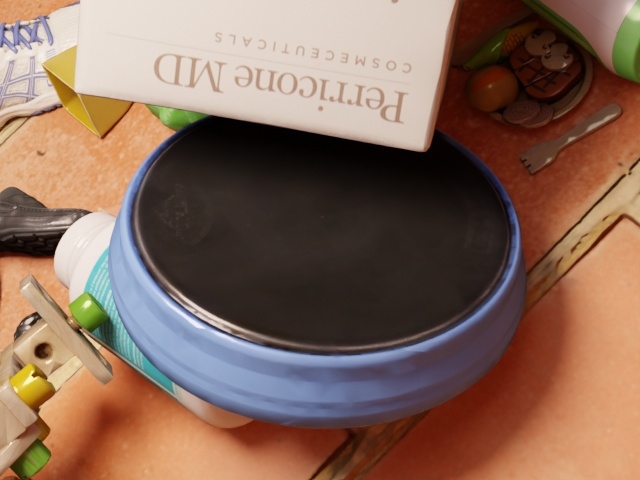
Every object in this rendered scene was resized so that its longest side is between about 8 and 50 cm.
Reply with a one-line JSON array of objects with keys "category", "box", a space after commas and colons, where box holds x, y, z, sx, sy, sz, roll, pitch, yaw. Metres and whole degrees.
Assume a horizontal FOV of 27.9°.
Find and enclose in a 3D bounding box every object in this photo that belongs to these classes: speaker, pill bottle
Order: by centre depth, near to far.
[{"category": "pill bottle", "box": [-0.150, 0.065, 1.288, 0.264, 0.146, 0.146, 30, 77, 33]}, {"category": "speaker", "box": [0.260, -0.282, 1.327, 0.131, 0.131, 0.296, -41, 54, -3]}]

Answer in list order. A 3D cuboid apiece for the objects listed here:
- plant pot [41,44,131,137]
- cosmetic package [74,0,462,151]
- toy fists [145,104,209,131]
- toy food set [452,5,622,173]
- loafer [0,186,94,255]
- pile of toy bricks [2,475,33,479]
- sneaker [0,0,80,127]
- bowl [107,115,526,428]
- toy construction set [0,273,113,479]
[{"category": "plant pot", "box": [-0.265, -0.189, 1.531, 0.083, 0.081, 0.081, -40, 53, -17]}, {"category": "cosmetic package", "box": [-0.013, -0.329, 1.201, 0.329, 0.327, 0.393, 10, 109, 4]}, {"category": "toy fists", "box": [-0.155, -0.239, 1.501, 0.142, 0.096, 0.279, -11, 57, -1]}, {"category": "toy food set", "box": [0.216, -0.171, 1.334, 0.132, 0.038, 0.192, -33, 54, 3]}, {"category": "loafer", "box": [-0.349, -0.025, 1.469, 0.223, 0.076, 0.078, -3, 68, 26]}, {"category": "pile of toy bricks", "box": [-0.372, 0.298, 1.273, 0.212, 0.105, 0.118, -23, 55, 9]}, {"category": "sneaker", "box": [-0.389, -0.213, 1.565, 0.296, 0.131, 0.112, -34, 52, 0]}, {"category": "bowl", "box": [0.000, 0.000, 1.192, 0.391, 0.077, 0.391, 3, 42, -3]}, {"category": "toy construction set", "box": [-0.262, 0.169, 1.155, 0.237, 0.257, 0.309, -37, 79, -11]}]
